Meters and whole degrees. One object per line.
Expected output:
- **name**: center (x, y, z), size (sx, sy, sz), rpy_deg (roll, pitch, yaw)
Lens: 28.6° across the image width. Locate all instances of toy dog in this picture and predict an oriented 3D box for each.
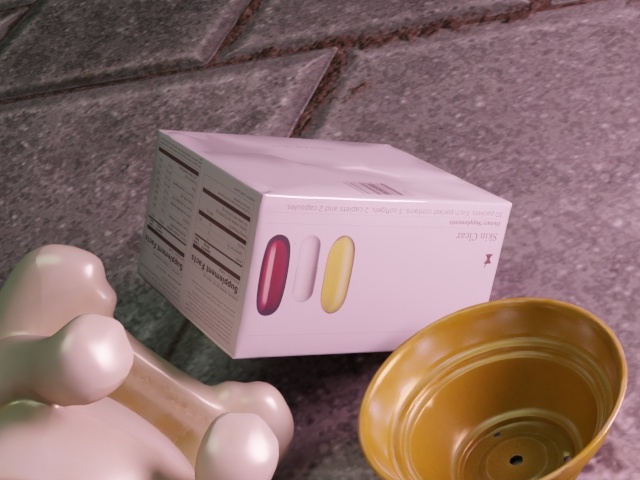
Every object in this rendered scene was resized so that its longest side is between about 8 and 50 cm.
- **toy dog**: center (-0.212, 0.221, 0.894), size (0.395, 0.284, 0.408), rpy_deg (-42, 11, 6)

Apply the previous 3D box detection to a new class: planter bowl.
- **planter bowl**: center (0.145, 0.150, 0.998), size (0.217, 0.090, 0.217), rpy_deg (-17, 35, 12)

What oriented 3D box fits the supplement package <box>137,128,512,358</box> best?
- **supplement package**: center (0.000, 0.000, 1.140), size (0.262, 0.145, 0.204), rpy_deg (0, 19, -33)
